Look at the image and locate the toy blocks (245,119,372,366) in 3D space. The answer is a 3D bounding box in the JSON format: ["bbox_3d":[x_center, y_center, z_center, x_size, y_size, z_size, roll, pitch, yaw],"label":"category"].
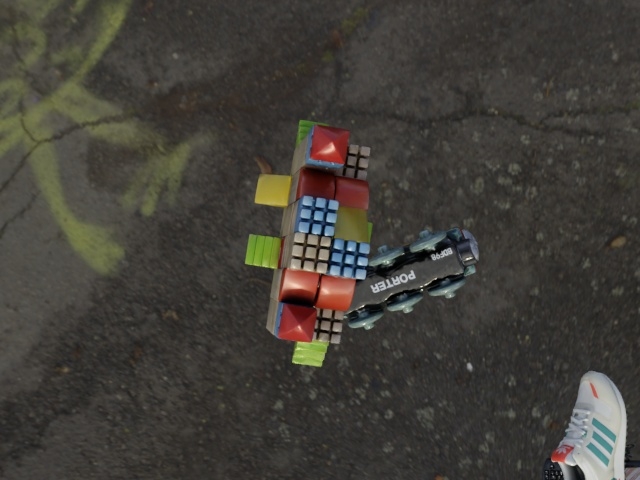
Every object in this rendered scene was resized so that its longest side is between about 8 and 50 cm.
[{"bbox_3d":[0.000,0.000,1.157,0.191,0.261,0.381,9,87,-8],"label":"toy blocks"}]

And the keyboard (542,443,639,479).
[{"bbox_3d":[0.482,0.403,1.401,0.192,0.038,0.100,-3,74,15],"label":"keyboard"}]

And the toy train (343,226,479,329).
[{"bbox_3d":[0.160,0.065,1.618,0.334,0.190,0.142,-23,94,19],"label":"toy train"}]

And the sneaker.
[{"bbox_3d":[0.306,0.231,0.933,0.075,0.057,0.161,4,82,-22],"label":"sneaker"}]

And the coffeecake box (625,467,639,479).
[{"bbox_3d":[0.522,0.404,1.168,0.068,0.185,0.142,-34,87,-23],"label":"coffeecake box"}]
